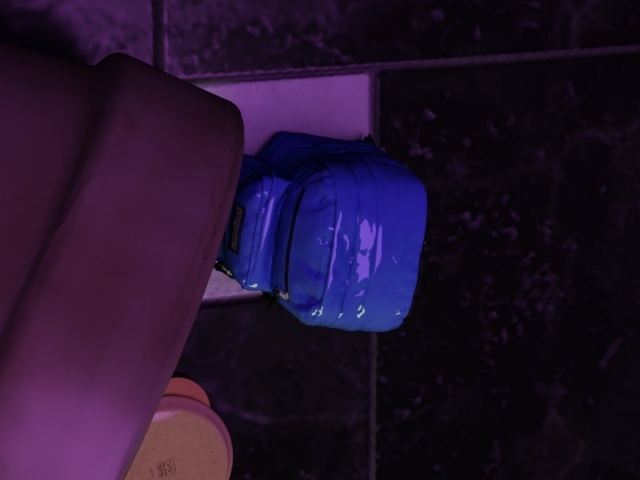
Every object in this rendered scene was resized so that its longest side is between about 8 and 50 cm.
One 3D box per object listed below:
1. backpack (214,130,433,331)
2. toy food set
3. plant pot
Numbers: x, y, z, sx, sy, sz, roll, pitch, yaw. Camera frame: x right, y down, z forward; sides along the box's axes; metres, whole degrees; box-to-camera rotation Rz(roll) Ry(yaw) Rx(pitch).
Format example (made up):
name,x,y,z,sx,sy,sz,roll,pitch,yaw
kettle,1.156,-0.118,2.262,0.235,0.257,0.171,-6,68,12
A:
name,x,y,z,sx,sy,sz,roll,pitch,yaw
backpack,0.000,0.000,0.998,0.101,0.120,0.098,-1,105,-23
toy food set,-0.089,0.122,1.049,0.082,0.020,0.083,-33,115,-11
plant pot,-0.228,0.020,0.824,0.280,0.323,0.323,28,92,-12
